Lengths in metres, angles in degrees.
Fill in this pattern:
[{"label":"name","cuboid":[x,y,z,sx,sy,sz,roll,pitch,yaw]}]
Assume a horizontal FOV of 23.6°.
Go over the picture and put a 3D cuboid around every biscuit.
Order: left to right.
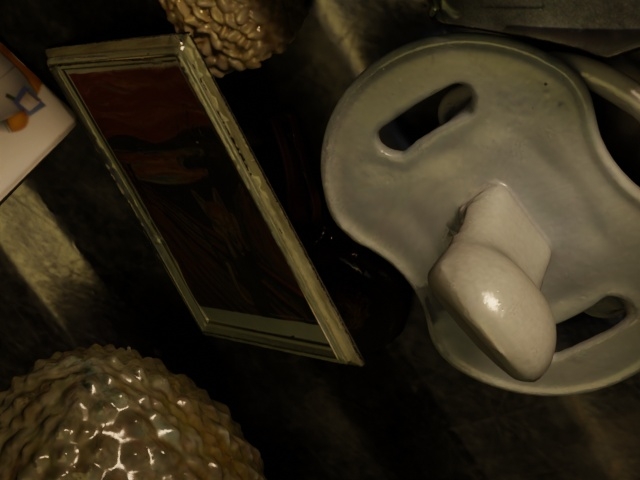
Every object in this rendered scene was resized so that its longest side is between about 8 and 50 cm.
[{"label":"biscuit","cuboid":[-0.075,-0.189,1.000,0.070,0.082,0.168,-12,117,34]}]

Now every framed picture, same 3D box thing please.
[{"label":"framed picture","cuboid":[-0.091,-0.026,1.113,0.216,0.016,0.273,5,128,55]}]

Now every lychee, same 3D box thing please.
[{"label":"lychee","cuboid":[-0.159,0.217,1.223,0.255,0.255,0.274,9,119,20]}]

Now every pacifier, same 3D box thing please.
[{"label":"pacifier","cuboid":[0.122,0.003,0.962,0.227,0.207,0.279,-30,107,32]}]

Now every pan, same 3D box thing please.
[{"label":"pan","cuboid":[-0.001,0.001,1.131,0.115,0.040,0.212,-5,121,23]}]

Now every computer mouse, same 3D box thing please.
[{"label":"computer mouse","cuboid":[0.150,-0.180,0.909,0.231,0.071,0.126,13,115,33]}]

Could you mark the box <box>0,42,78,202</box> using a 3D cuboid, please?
[{"label":"box","cuboid":[-0.361,-0.044,1.073,0.225,0.341,0.143,44,129,-8]}]
